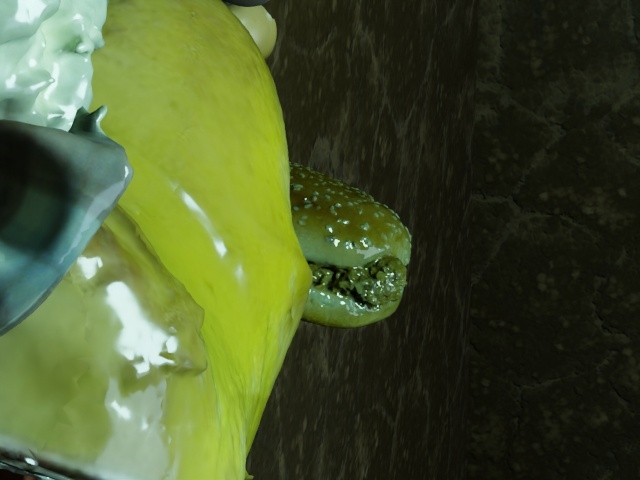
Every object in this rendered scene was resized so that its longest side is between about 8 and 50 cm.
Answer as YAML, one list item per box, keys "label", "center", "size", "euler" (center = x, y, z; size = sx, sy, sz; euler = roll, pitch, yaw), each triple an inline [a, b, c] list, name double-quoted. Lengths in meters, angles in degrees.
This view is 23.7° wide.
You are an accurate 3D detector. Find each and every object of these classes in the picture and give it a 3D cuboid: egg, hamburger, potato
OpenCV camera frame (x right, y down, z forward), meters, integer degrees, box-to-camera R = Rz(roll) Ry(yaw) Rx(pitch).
- label: "egg"
  center: [-0.080, -0.186, 1.388]
  size: [0.083, 0.071, 0.071]
  euler: [-25, 121, -66]
- label: "hamburger"
  center: [0.000, 0.000, 1.488]
  size: [0.189, 0.215, 0.122]
  euler: [-13, 123, -61]
- label: "potato"
  center: [-0.136, -0.028, 0.753]
  size: [0.397, 0.290, 0.296]
  euler: [95, 12, -77]

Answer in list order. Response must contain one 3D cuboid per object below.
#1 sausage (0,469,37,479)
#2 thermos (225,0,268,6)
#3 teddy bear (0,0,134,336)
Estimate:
- label: "sausage"
  center: [-0.153, 0.132, 1.099]
  size: [0.254, 0.148, 0.148]
  euler: [18, 79, -76]
- label: "thermos"
  center: [-0.018, -0.314, 1.402]
  size: [0.146, 0.176, 0.265]
  euler: [47, 36, -10]
- label: "teddy bear"
  center: [-0.179, -0.199, 0.505]
  size: [0.362, 0.327, 0.375]
  euler: [-107, -161, -43]
